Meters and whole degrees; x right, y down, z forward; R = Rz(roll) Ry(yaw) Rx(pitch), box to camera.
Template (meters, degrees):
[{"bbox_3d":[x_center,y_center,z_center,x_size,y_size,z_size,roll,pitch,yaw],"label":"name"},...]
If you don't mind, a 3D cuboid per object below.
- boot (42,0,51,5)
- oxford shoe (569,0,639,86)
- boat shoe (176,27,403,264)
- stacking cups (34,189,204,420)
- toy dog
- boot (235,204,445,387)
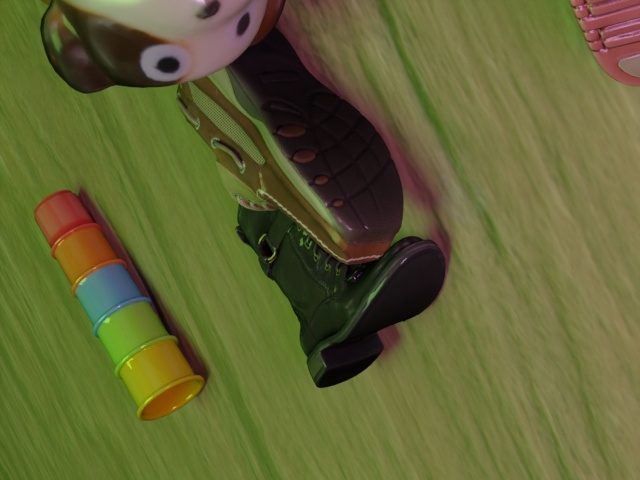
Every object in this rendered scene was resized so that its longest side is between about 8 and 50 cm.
[{"bbox_3d":[-0.351,-0.410,1.807,0.295,0.104,0.211,54,148,11],"label":"boot"},{"bbox_3d":[0.192,-0.297,1.046,0.146,0.141,0.397,-111,8,-63],"label":"oxford shoe"},{"bbox_3d":[-0.037,-0.087,1.516,0.324,0.123,0.120,55,134,35],"label":"boat shoe"},{"bbox_3d":[-0.258,0.071,2.040,0.316,0.096,0.096,59,150,21],"label":"stacking cups"},{"bbox_3d":[-0.183,-0.328,1.387,0.395,0.285,0.407,-18,92,59],"label":"toy dog"},{"bbox_3d":[0.000,0.000,1.571,0.229,0.091,0.263,63,144,20],"label":"boot"}]
